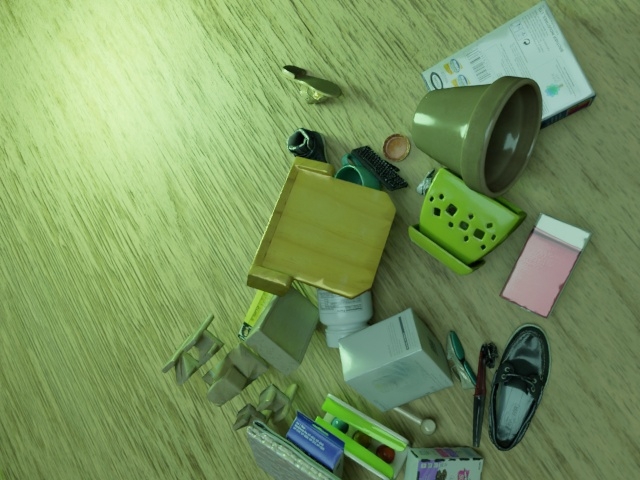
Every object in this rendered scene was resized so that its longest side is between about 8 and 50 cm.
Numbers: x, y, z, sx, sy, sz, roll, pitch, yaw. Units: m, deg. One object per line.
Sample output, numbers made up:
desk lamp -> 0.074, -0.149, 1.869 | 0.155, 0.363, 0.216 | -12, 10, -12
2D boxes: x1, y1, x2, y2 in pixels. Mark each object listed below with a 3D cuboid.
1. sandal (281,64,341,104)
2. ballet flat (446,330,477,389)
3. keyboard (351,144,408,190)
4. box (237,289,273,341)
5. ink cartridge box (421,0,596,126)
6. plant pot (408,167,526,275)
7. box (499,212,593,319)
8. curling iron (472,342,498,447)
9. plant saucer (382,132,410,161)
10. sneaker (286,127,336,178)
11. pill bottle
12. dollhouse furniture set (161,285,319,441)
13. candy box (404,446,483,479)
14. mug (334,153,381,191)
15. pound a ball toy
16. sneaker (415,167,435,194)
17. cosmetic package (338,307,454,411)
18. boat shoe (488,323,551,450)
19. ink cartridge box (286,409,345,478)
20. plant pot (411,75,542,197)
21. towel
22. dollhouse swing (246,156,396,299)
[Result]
sandal -> -0.030, -0.470, 1.569 | 0.240, 0.088, 0.079 | 36, 136, 27
ballet flat -> 0.379, 0.335, 1.385 | 0.052, 0.057, 0.168 | -29, 78, 31
keyboard -> 0.180, -0.214, 1.449 | 0.180, 0.108, 0.023 | 49, 133, 22
box -> -0.184, 0.234, 1.635 | 0.087, 0.058, 0.232 | 30, 102, 22
ink cartridge box -> 0.447, -0.377, 1.297 | 0.395, 0.151, 0.270 | -26, 81, 21
plant pot -> 0.372, -0.044, 1.299 | 0.228, 0.227, 0.207 | 38, 111, 19
box -> 0.561, 0.061, 1.249 | 0.126, 0.148, 0.232 | 27, 100, 23
curling iron -> 0.427, 0.404, 1.324 | 0.035, 0.068, 0.274 | 15, 77, 0
plant saucer -> 0.224, -0.274, 1.474 | 0.083, 0.013, 0.084 | 0, 90, 25
sneaker -> -0.027, -0.231, 1.508 | 0.086, 0.163, 0.226 | -18, 84, 22
pill bottle -> 0.069, 0.161, 1.465 | 0.160, 0.160, 0.283 | -7, 87, 24
dollhouse furniture set -> -0.204, 0.345, 1.542 | 0.362, 0.256, 0.394 | 42, 120, -8
candy box -> 0.327, 0.650, 1.342 | 0.196, 0.070, 0.165 | 5, 93, -16
mug -> 0.116, -0.166, 1.463 | 0.129, 0.097, 0.158 | 27, 113, 45
pound a ball toy -> 0.156, 0.555, 1.462 | 0.319, 0.136, 0.208 | 23, 69, 25
sneaker -> 0.308, -0.168, 1.431 | 0.037, 0.032, 0.083 | 33, 109, 7
cosmetic package -> 0.203, 0.329, 1.346 | 0.224, 0.224, 0.138 | -27, 41, 19
boat shoe -> 0.508, 0.386, 1.293 | 0.127, 0.113, 0.340 | 22, 99, 23
ink cartridge box -> -0.015, 0.621, 1.447 | 0.165, 0.065, 0.333 | 27, 143, 23
plant pot -> 0.345, -0.254, 1.158 | 0.229, 0.263, 0.263 | 26, 101, 40
towel -> -0.063, 0.685, 1.465 | 0.331, 0.053, 0.317 | 26, 143, 24
dollhouse swing -> 0.000, 0.000, 1.390 | 0.304, 0.315, 0.347 | 21, 74, -4
